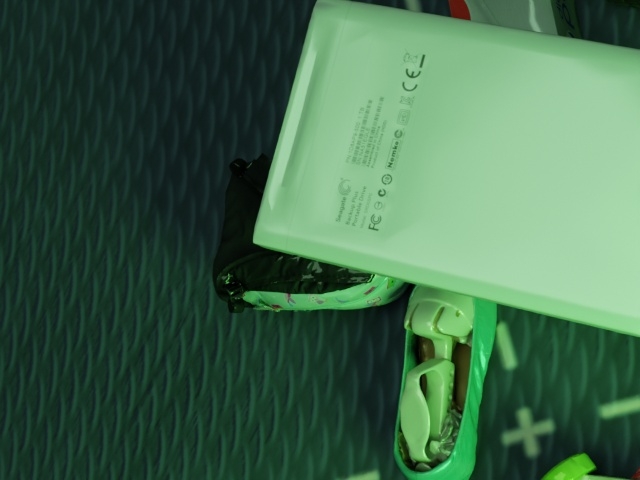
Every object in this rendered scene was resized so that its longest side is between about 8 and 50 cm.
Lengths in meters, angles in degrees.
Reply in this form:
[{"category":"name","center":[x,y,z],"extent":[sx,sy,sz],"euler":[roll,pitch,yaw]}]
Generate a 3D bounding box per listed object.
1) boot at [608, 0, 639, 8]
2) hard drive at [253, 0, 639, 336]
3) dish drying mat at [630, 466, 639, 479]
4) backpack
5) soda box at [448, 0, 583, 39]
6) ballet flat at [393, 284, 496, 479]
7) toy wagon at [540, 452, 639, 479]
[{"category":"boot","center":[0.361,-0.274,1.385],"extent":[0.246,0.083,0.161],"euler":[18,84,26]},{"category":"hard drive","center":[0.134,-0.070,1.365],"extent":[0.353,0.047,0.233],"euler":[13,85,22]},{"category":"dish drying mat","center":[0.300,0.232,1.368],"extent":[0.083,0.008,0.032],"euler":[39,100,26]},{"category":"backpack","center":[0.000,0.000,1.493],"extent":[0.182,0.115,0.152],"euler":[3,84,29]},{"category":"soda box","center":[0.178,-0.201,1.451],"extent":[0.098,0.091,0.286],"euler":[-15,75,24]},{"category":"ballet flat","center":[0.110,0.106,1.437],"extent":[0.083,0.087,0.247],"euler":[0,82,26]},{"category":"toy wagon","center":[0.268,0.309,1.332],"extent":[0.344,0.068,0.267],"euler":[-43,67,16]}]
